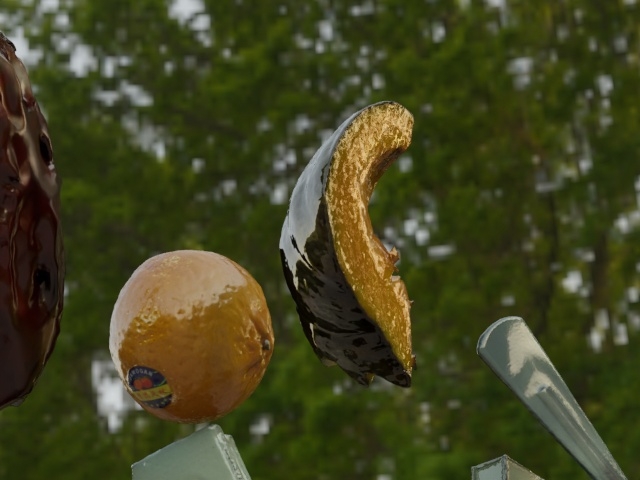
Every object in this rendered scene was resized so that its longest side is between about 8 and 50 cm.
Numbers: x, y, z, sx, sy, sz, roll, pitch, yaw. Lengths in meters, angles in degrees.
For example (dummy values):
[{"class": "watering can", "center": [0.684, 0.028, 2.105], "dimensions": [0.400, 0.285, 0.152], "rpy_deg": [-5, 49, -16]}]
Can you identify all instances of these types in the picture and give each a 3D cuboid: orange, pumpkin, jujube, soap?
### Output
[{"class": "orange", "center": [-0.130, 0.098, 1.876], "dimensions": [0.155, 0.177, 0.177], "rpy_deg": [-15, -27, 38]}, {"class": "pumpkin", "center": [0.000, 0.000, 1.629], "dimensions": [0.130, 0.254, 0.149], "rpy_deg": [-9, -17, 37]}, {"class": "jujube", "center": [-0.341, -0.008, 1.540], "dimensions": [0.258, 0.258, 0.377], "rpy_deg": [0, -70, -9]}, {"class": "soap", "center": [-0.105, 0.294, 1.834], "dimensions": [0.114, 0.198, 0.063], "rpy_deg": [-29, -21, 2]}]

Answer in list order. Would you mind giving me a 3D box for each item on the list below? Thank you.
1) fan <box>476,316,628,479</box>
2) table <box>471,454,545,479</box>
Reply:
[{"class": "fan", "center": [0.240, 0.183, 1.626], "dimensions": [0.057, 0.282, 0.023], "rpy_deg": [-38, -4, -28]}, {"class": "table", "center": [0.171, 0.343, 1.729], "dimensions": [0.111, 0.240, 0.121], "rpy_deg": [-27, -43, 32]}]
